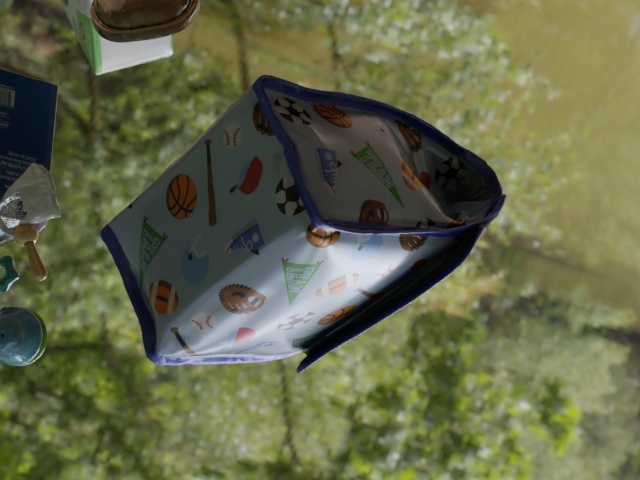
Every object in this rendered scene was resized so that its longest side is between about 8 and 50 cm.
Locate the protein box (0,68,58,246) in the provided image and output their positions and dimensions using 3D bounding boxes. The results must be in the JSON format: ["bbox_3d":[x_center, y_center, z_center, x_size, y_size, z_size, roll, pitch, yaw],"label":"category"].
[{"bbox_3d":[-0.472,-0.119,1.955,0.199,0.201,0.136,14,160,-35],"label":"protein box"}]

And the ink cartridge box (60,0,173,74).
[{"bbox_3d":[-0.289,-0.384,1.913,0.198,0.114,0.273,95,152,-52],"label":"ink cartridge box"}]

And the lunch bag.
[{"bbox_3d":[0.000,0.000,1.767,0.328,0.239,0.385,-37,154,34],"label":"lunch bag"}]

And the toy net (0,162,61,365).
[{"bbox_3d":[-0.358,0.024,1.701,0.122,0.232,0.045,14,179,20],"label":"toy net"}]

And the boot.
[{"bbox_3d":[-0.183,-0.297,1.504,0.112,0.115,0.305,-5,-146,0],"label":"boot"}]
